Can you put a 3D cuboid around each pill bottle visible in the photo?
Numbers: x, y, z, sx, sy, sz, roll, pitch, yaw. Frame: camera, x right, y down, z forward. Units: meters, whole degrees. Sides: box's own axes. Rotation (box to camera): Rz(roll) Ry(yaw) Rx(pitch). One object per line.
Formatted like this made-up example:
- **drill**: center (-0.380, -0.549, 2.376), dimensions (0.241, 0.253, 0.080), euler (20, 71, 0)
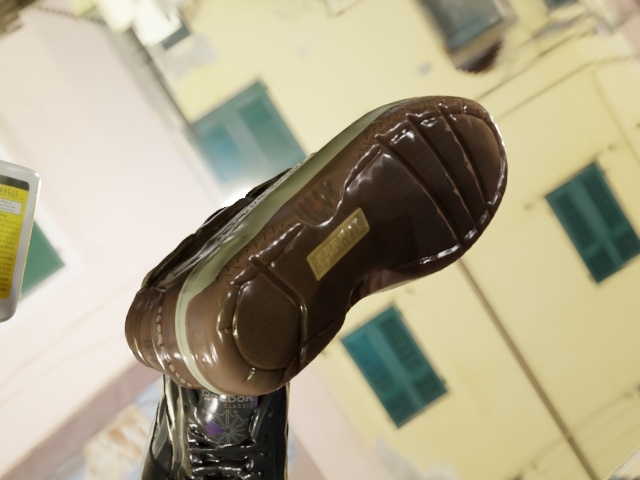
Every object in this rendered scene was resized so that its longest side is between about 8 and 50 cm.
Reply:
- **pill bottle**: center (-0.203, 0.012, 0.847), dimensions (0.065, 0.116, 0.065), euler (9, 174, 1)

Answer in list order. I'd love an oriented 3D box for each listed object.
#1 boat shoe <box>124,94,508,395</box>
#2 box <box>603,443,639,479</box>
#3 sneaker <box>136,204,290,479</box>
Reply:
- **boat shoe**: center (-0.003, -0.007, 0.769), dimensions (0.095, 0.095, 0.257), euler (-6, -161, 44)
- **box**: center (0.173, 0.091, 0.570), dimensions (0.293, 0.057, 0.201), euler (-44, 176, -6)
- **sneaker**: center (-0.066, 0.117, 0.897), dimensions (0.107, 0.283, 0.124), euler (2, 175, 0)
